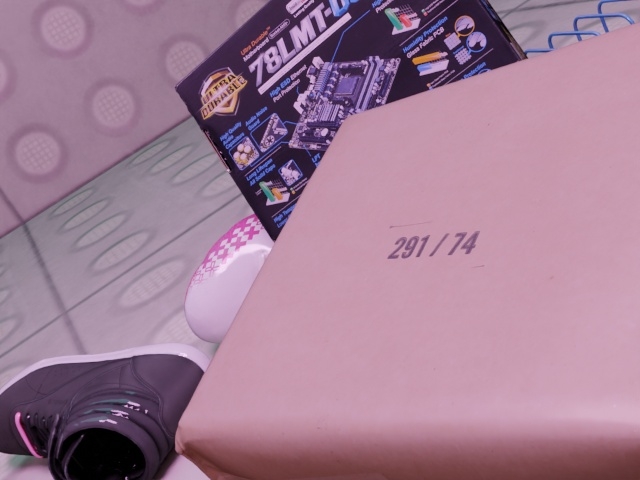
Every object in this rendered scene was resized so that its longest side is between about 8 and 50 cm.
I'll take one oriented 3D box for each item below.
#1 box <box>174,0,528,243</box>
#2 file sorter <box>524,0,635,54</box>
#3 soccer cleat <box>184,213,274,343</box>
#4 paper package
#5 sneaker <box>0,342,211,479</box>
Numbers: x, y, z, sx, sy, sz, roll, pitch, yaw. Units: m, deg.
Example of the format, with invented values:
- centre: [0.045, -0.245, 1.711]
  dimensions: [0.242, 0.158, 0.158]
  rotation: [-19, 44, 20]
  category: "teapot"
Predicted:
- centre: [0.049, -0.115, 0.796]
  dimensions: [0.295, 0.293, 0.073]
  rotation: [-36, -7, 22]
  category: "box"
- centre: [0.310, -0.195, 0.971]
  dimensions: [0.170, 0.105, 0.118]
  rotation: [-33, 21, -10]
  category: "file sorter"
- centre: [0.000, 0.000, 0.917]
  dimensions: [0.331, 0.116, 0.143]
  rotation: [-36, 20, -17]
  category: "soccer cleat"
- centre: [0.121, 0.035, 0.520]
  dimensions: [0.324, 0.168, 0.310]
  rotation: [-11, 41, 42]
  category: "paper package"
- centre: [-0.255, 0.190, 0.835]
  dimensions: [0.295, 0.105, 0.147]
  rotation: [-16, 19, 22]
  category: "sneaker"
